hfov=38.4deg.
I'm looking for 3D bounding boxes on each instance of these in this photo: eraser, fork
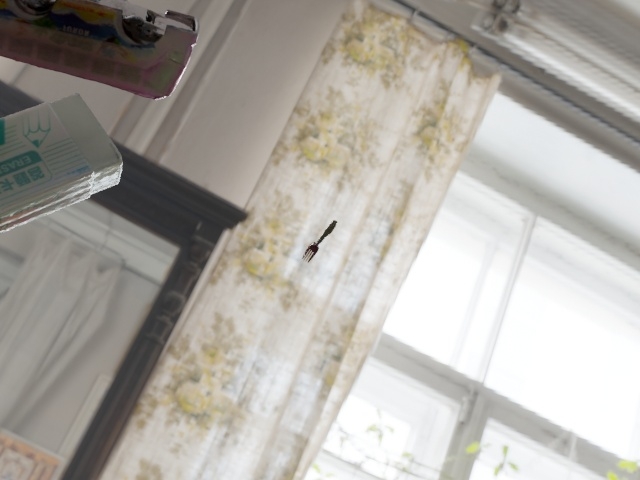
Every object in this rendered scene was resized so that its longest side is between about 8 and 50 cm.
[{"bbox_3d":[-0.311,-0.060,0.874,0.095,0.225,0.052,54,-31,16],"label":"eraser"},{"bbox_3d":[0.001,-0.001,1.284,0.016,0.012,0.115,23,-36,-10],"label":"fork"}]

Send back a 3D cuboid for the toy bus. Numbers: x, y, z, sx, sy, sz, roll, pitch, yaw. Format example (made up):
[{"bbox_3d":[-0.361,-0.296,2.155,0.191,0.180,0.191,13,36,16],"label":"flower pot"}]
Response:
[{"bbox_3d":[-0.295,-0.265,1.146,0.274,0.090,0.112,14,-63,-14],"label":"toy bus"}]
